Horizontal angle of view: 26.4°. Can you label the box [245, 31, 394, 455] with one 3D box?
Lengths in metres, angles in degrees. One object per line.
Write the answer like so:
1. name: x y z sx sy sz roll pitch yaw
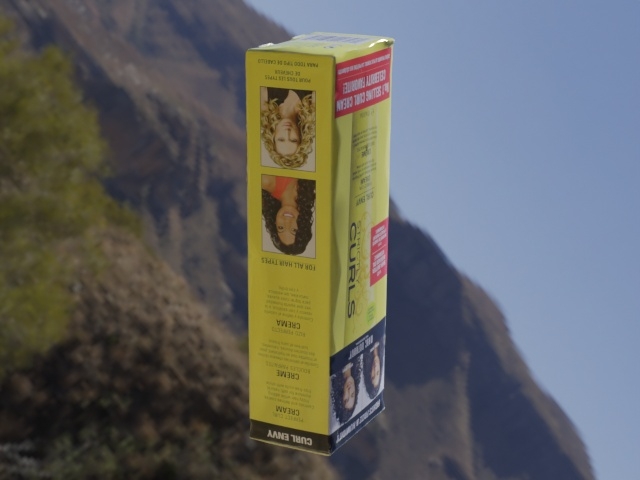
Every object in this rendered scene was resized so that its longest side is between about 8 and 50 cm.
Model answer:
1. box: 0.000 0.000 0.793 0.087 0.058 0.232 -27 121 -60
